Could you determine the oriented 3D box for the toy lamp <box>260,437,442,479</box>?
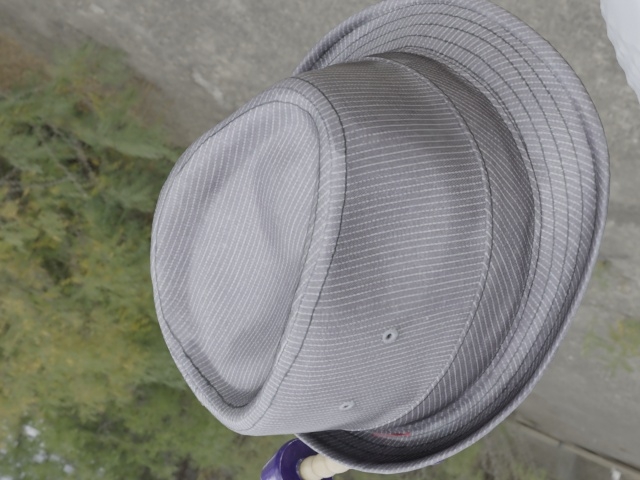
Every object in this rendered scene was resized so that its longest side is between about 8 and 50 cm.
[{"bbox_3d":[0.026,0.232,0.953,0.080,0.080,0.274,31,141,-24],"label":"toy lamp"}]

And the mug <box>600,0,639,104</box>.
[{"bbox_3d":[0.389,-0.226,0.694,0.328,0.374,0.276,28,173,-41],"label":"mug"}]

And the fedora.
[{"bbox_3d":[0.000,0.000,0.464,0.124,0.275,0.244,-3,-132,-43],"label":"fedora"}]
